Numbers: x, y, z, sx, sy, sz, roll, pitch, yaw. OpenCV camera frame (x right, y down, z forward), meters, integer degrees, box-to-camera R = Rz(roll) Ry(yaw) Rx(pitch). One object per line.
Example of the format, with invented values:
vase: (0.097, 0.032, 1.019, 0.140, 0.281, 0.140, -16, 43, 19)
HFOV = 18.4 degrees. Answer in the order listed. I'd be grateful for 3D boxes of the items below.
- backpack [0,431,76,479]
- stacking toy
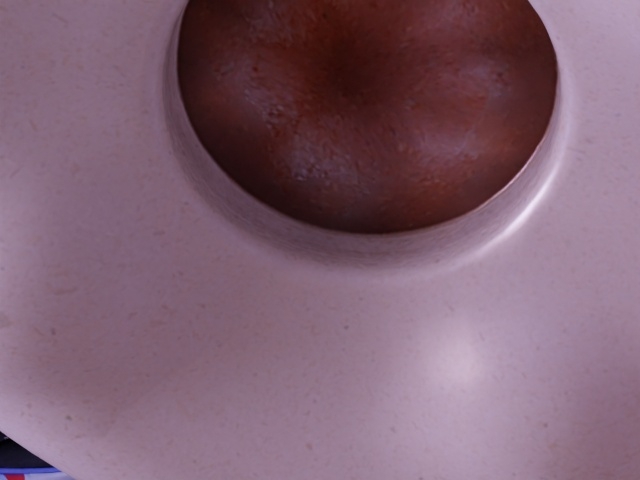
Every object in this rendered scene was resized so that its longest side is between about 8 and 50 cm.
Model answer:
backpack: (-0.265, 0.137, 1.497, 0.276, 0.263, 0.213, -102, 17, -44)
stacking toy: (0.032, -0.150, 0.737, 0.480, 0.350, 0.351, -79, 3, -57)
